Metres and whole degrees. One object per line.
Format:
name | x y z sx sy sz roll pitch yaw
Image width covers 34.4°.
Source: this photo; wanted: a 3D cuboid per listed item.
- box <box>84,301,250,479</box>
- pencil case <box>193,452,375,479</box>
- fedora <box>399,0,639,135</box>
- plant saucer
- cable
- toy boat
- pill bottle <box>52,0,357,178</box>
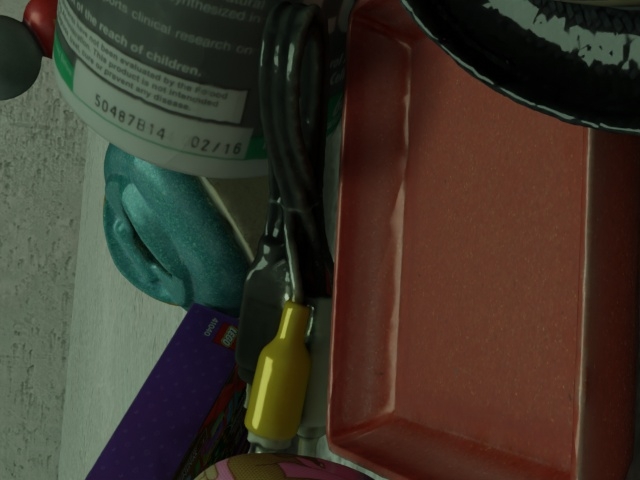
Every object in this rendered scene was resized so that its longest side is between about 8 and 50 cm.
box | -0.133 0.216 0.753 0.201 0.057 0.293 98 -164 -53
pencil case | 0.029 0.226 0.386 0.167 0.160 0.386 -69 22 10
fedora | 0.059 -0.174 0.243 0.334 0.152 0.334 19 115 49
plant saucer | 0.071 -0.012 0.483 0.259 0.047 0.259 174 100 -70
cable | 0.000 0.000 0.627 0.139 0.072 0.287 -37 -39 -60
toy boat | -0.152 -0.063 0.825 0.318 0.148 0.267 55 163 4
pill bottle | -0.040 -0.233 0.613 0.204 0.204 0.361 -106 26 -45
